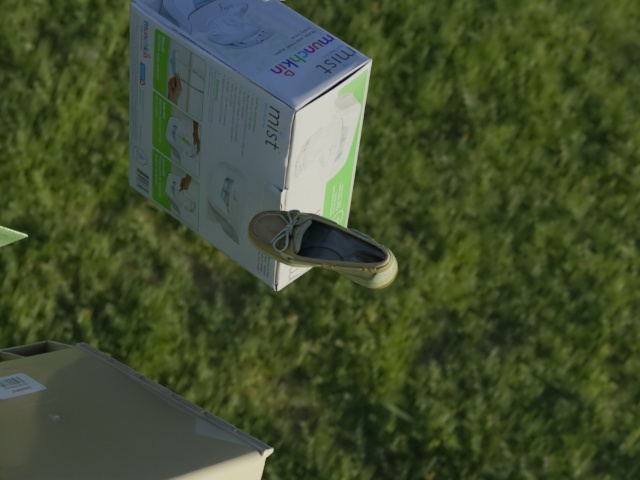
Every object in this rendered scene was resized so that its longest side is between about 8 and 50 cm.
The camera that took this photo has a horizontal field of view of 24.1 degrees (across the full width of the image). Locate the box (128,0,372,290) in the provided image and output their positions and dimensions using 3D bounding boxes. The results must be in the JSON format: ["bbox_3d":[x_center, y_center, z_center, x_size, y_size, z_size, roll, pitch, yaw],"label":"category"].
[{"bbox_3d":[-0.083,-0.118,1.576,0.231,0.262,0.127,34,51,24],"label":"box"}]

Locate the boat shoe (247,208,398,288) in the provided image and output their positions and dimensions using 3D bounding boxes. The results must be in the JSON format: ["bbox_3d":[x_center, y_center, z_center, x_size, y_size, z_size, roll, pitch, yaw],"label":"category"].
[{"bbox_3d":[0.000,0.002,1.425,0.153,0.048,0.056,22,73,17],"label":"boat shoe"}]

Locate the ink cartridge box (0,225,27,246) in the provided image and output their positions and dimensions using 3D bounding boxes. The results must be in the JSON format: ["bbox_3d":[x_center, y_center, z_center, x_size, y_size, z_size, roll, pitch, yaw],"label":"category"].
[{"bbox_3d":[-0.344,0.037,1.206,0.109,0.209,0.062,23,56,-47],"label":"ink cartridge box"}]

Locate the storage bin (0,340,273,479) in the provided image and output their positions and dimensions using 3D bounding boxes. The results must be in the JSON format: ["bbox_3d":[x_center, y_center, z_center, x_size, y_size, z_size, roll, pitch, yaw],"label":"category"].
[{"bbox_3d":[-0.220,0.190,1.181,0.260,0.123,0.262,24,18,30],"label":"storage bin"}]
